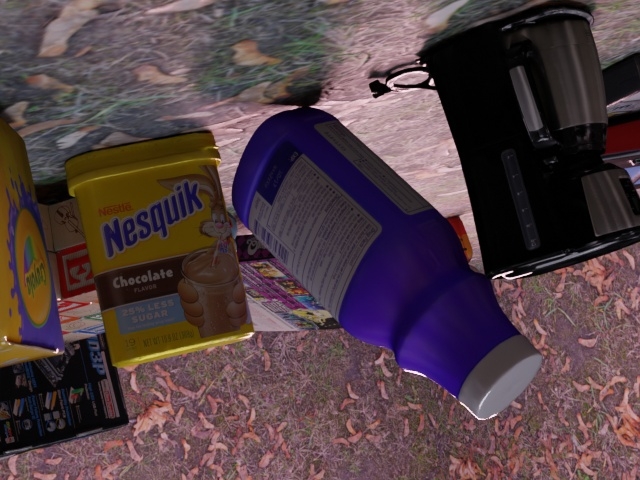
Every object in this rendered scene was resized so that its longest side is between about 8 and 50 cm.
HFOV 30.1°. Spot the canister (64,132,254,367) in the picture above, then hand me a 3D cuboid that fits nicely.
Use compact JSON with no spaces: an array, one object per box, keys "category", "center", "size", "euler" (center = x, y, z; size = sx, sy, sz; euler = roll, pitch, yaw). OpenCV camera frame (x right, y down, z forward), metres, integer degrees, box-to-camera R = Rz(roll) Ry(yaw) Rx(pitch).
[{"category":"canister","center":[-0.129,0.009,0.971],"size":[0.126,0.170,0.073],"euler":[-12,174,-13]}]

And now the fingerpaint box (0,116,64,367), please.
[{"category":"fingerpaint box","center":[-0.352,0.012,0.573],"size":[0.371,0.163,0.445],"euler":[-12,174,-3]}]

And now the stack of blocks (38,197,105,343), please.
[{"category":"stack of blocks","center":[-0.254,0.023,1.050],"size":[0.171,0.087,0.297],"euler":[-16,166,23]}]

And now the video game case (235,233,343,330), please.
[{"category":"video game case","center":[-0.061,0.058,1.552],"size":[0.210,0.042,0.232],"euler":[-5,153,32]}]

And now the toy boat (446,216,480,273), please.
[{"category":"toy boat","center":[0.122,0.066,2.096],"size":[0.318,0.148,0.267],"euler":[-15,173,19]}]

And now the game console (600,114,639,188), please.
[{"category":"game console","center":[0.367,-0.091,1.341],"size":[0.342,0.060,0.386],"euler":[-14,174,6]}]

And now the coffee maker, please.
[{"category":"coffee maker","center":[0.146,-0.062,0.888],"size":[0.120,0.178,0.171],"euler":[-7,171,-40]}]

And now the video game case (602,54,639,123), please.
[{"category":"video game case","center":[0.337,-0.142,1.232],"size":[0.248,0.035,0.275],"euler":[-11,173,-26]}]

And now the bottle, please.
[{"category":"bottle","center":[0.048,0.017,0.917],"size":[0.092,0.283,0.118],"euler":[-18,141,-42]}]

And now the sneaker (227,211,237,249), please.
[{"category":"sneaker","center":[-0.153,-0.001,1.309],"size":[0.125,0.104,0.262],"euler":[-45,169,-14]}]

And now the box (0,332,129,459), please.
[{"category":"box","center":[-0.303,0.103,1.210],"size":[0.175,0.220,0.051],"euler":[-10,172,-39]}]
